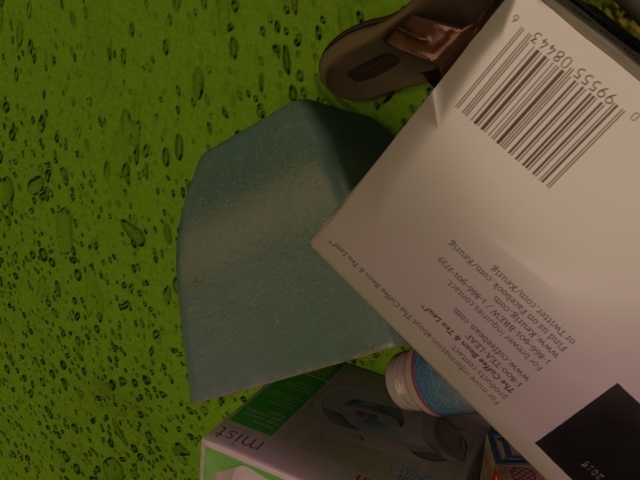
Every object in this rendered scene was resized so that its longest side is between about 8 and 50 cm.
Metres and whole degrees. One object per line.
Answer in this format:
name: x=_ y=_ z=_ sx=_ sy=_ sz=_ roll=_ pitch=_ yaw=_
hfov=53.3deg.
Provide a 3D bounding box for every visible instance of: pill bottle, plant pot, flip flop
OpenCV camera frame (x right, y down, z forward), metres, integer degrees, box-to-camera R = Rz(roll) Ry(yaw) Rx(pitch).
pill bottle: x=0.143 y=0.133 z=0.652 sx=0.160 sy=0.087 sz=0.087 roll=-27 pitch=91 yaw=49
plant pot: x=0.000 y=0.000 z=0.669 sx=0.247 sy=0.248 sz=0.252 roll=-22 pitch=79 yaw=32
flip flop: x=0.099 y=-0.180 z=0.599 sx=0.277 sy=0.112 sz=0.080 roll=-13 pitch=53 yaw=46

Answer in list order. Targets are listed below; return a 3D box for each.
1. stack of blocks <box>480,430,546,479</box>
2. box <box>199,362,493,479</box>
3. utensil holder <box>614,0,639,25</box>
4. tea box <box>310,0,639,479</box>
stack of blocks: x=0.298 y=0.248 z=0.525 sx=0.297 sy=0.171 sz=0.087 roll=0 pitch=115 yaw=2
box: x=0.034 y=0.261 z=0.723 sx=0.262 sy=0.231 sz=0.126 roll=14 pitch=111 yaw=26
utensil holder: x=0.313 y=-0.185 z=0.290 sx=0.327 sy=0.328 sz=0.385 roll=-45 pitch=43 yaw=31
tea box: x=0.234 y=0.004 z=0.482 sx=0.329 sy=0.323 sz=0.220 roll=45 pitch=121 yaw=10
